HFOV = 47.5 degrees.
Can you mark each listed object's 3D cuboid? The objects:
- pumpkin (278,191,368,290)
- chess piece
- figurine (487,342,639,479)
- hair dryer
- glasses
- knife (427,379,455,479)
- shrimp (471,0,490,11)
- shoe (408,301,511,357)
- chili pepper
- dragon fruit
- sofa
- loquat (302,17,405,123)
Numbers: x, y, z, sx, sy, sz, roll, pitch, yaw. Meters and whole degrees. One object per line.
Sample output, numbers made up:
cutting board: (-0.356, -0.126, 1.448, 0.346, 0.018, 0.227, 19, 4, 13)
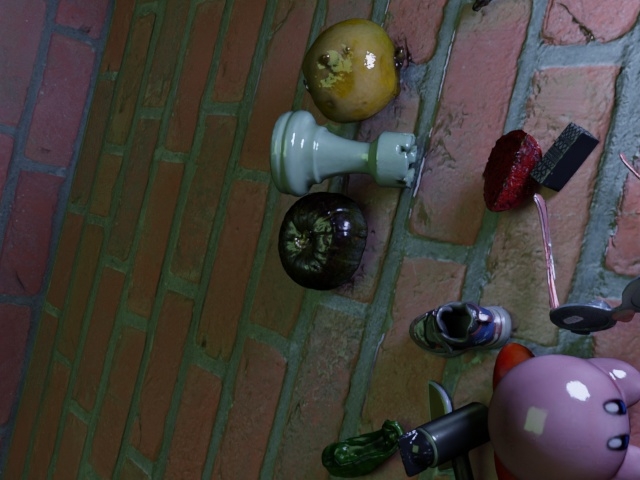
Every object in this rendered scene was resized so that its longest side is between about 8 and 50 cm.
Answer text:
pumpkin: (-0.002, -0.001, 1.687, 0.238, 0.159, 0.238, -12, 71, 41)
chess piece: (0.055, -0.185, 1.602, 0.298, 0.194, 0.195, 6, 83, 17)
figurine: (0.361, 0.293, 1.161, 0.261, 0.211, 0.270, -10, 73, 47)
hair dryer: (0.242, 0.439, 1.305, 0.078, 0.195, 0.249, -16, 89, 59)
glasses: (0.482, 0.011, 1.218, 0.234, 0.118, 0.268, -31, 43, 41)
knife: (0.244, 0.434, 1.396, 0.061, 0.027, 0.343, -30, 59, 45)
shrimp: (0.362, -0.580, 1.522, 0.195, 0.035, 0.148, -49, 50, 19)
shoe: (0.244, 0.170, 1.394, 0.227, 0.125, 0.100, -15, 72, 44)
chili pepper: (0.087, 0.445, 1.542, 0.257, 0.074, 0.100, -32, 55, 34)
dragon fruit: (0.365, -0.135, 1.379, 0.106, 0.083, 0.162, -120, 42, -64)
sofa: (0.438, -0.148, 1.306, 0.118, 0.060, 0.039, -56, 39, 23)
loquat: (0.079, -0.388, 1.663, 0.243, 0.243, 0.244, -16, 69, 45)
